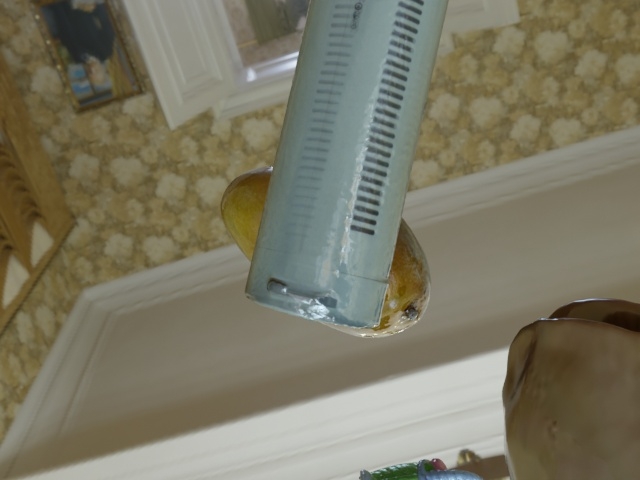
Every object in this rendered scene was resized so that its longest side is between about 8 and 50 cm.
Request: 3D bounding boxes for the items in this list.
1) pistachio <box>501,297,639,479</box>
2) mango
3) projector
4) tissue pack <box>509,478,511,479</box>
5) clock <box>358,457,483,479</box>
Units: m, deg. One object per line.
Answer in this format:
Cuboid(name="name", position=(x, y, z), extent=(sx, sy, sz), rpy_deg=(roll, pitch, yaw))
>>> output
Cuboid(name="pistachio", position=(0.176, 0.135, 0.304), extent=(0.163, 0.260, 0.213), rpy_deg=(-30, 170, -30))
Cuboid(name="mango", position=(0.000, 0.000, 1.123), extent=(0.384, 0.199, 0.221), rpy_deg=(33, -158, 31))
Cuboid(name="projector", position=(0.029, -0.108, 0.571), extent=(0.108, 0.337, 0.108), rpy_deg=(12, 178, 0))
Cuboid(name="tissue pack", position=(0.203, 0.344, 0.442), extent=(0.288, 0.124, 0.394), rpy_deg=(29, -138, 8))
Cuboid(name="clock", position=(0.155, 0.395, 1.098), extent=(0.195, 0.194, 0.100), rpy_deg=(-3, -139, 0))
